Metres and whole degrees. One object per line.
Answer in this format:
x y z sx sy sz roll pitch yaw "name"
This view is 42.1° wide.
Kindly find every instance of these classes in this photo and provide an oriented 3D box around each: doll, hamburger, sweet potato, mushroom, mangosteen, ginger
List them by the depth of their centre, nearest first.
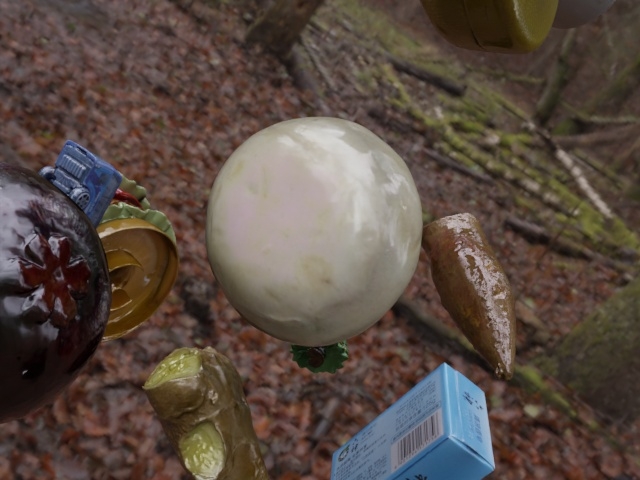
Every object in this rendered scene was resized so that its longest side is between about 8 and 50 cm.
-0.006 -0.012 0.914 0.246 0.246 0.202 38 7 13 "mushroom"
-0.416 0.065 0.964 0.307 0.347 0.307 26 59 -53 "mangosteen"
0.018 0.131 1.156 0.076 0.078 0.113 12 38 28 "doll"
-0.154 0.281 1.211 0.219 0.123 0.270 -79 150 -78 "ginger"
-0.387 0.015 1.391 0.212 0.274 0.274 43 17 32 "hamburger"
0.262 0.087 1.407 0.131 0.131 0.337 25 31 -31 "sweet potato"

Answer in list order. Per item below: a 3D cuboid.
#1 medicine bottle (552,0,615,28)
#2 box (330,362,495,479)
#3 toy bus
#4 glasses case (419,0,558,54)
0.444 -0.558 1.603 0.232 0.238 0.238 14 24 -40 "medicine bottle"
0.112 0.285 1.079 0.083 0.232 0.143 36 26 -15 "box"
-0.373 -0.021 1.182 0.079 0.236 0.094 31 4 21 "toy bus"
0.180 -0.369 0.966 0.141 0.173 0.371 13 -31 29 "glasses case"
